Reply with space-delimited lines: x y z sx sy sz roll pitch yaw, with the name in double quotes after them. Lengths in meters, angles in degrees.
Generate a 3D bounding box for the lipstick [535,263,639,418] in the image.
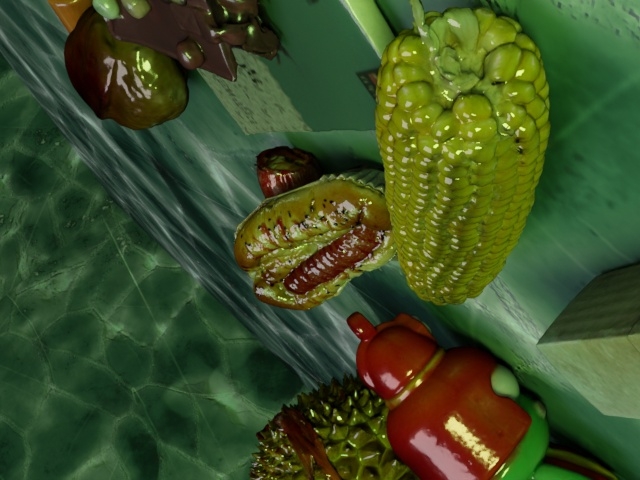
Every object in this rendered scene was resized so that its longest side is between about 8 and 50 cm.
0.226 0.040 0.348 0.076 0.080 0.371 45 167 1 "lipstick"

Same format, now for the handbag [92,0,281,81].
-0.142 -0.227 0.565 0.216 0.074 0.203 33 160 42 "handbag"

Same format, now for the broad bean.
-0.232 -0.213 0.903 0.229 0.122 0.156 17 130 54 "broad bean"

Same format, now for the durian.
0.053 0.350 1.098 0.348 0.384 0.347 33 159 15 "durian"

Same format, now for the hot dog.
0.000 0.000 0.746 0.131 0.069 0.253 41 141 -16 "hot dog"

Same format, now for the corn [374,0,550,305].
0.092 -0.035 0.491 0.101 0.101 0.310 40 165 25 "corn"

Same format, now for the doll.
0.164 0.212 0.842 0.363 0.160 0.182 45 168 8 "doll"

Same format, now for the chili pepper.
-0.012 -0.024 0.854 0.084 0.086 0.192 1 130 32 "chili pepper"

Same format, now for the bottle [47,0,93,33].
-0.305 -0.286 1.022 0.069 0.069 0.187 41 168 22 "bottle"

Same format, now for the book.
-0.069 -0.201 0.634 0.264 0.031 0.379 53 165 -21 "book"
